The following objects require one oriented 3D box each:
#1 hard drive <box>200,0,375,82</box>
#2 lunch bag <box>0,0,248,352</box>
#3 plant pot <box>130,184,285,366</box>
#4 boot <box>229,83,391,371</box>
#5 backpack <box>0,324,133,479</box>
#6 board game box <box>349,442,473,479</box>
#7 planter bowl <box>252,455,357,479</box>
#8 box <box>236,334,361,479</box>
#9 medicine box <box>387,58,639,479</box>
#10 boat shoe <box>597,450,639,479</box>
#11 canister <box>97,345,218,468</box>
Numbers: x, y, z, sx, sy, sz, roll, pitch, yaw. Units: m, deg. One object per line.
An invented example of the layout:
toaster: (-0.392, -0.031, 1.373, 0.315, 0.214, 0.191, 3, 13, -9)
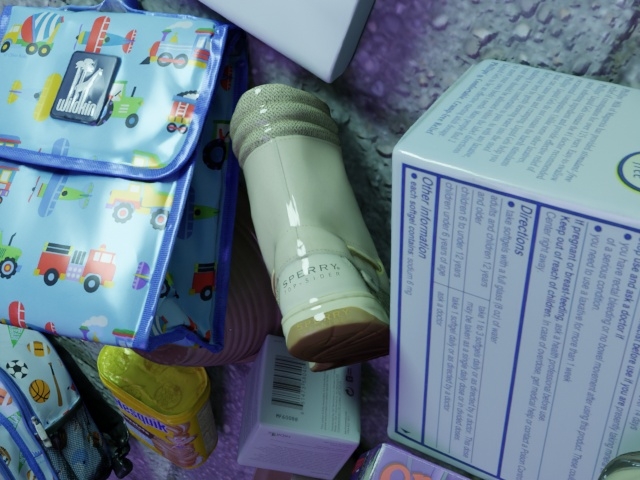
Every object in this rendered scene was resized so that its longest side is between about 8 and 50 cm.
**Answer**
hard drive: (-0.083, -0.273, 0.616, 0.307, 0.040, 0.203, 34, 136, 10)
lunch bag: (-0.182, -0.068, 0.734, 0.221, 0.138, 0.293, 7, 85, 20)
plant pot: (-0.145, 0.044, 0.862, 0.237, 0.110, 0.237, 20, 132, 24)
boot: (0.000, 0.000, 0.718, 0.095, 0.262, 0.203, -19, 75, 7)
backpack: (-0.428, 0.239, 1.120, 0.276, 0.213, 0.263, -15, 100, 20)
board game box: (0.192, 0.256, 0.705, 0.346, 0.056, 0.208, 23, 168, 3)
planter bowl: (-0.007, 0.281, 0.928, 0.109, 0.162, 0.162, 19, 139, -14)
box: (-0.020, 0.163, 0.843, 0.102, 0.101, 0.087, 14, 138, -13)
medicine box: (0.202, 0.051, 0.579, 0.289, 0.149, 0.263, 18, 132, 24)
boat shoe: (0.214, 0.279, 0.539, 0.122, 0.120, 0.324, -3, 122, 22)
canister: (-0.181, 0.187, 1.001, 0.126, 0.073, 0.170, 28, 150, 17)
